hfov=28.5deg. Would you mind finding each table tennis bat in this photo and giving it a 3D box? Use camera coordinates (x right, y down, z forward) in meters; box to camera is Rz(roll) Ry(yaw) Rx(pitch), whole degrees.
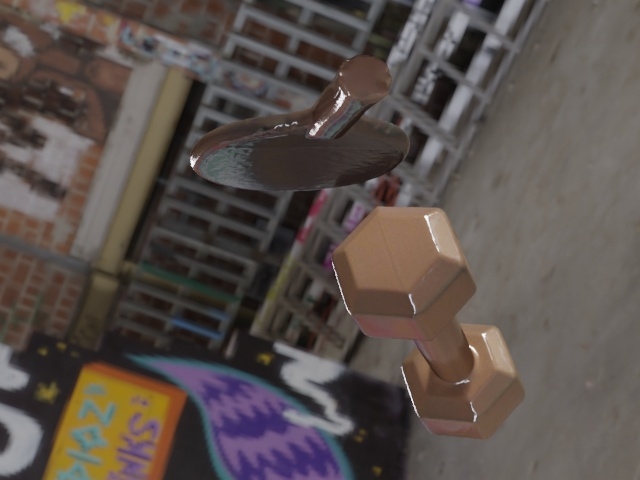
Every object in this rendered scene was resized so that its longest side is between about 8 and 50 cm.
[{"bbox_3d":[0.000,0.000,0.585,0.170,0.107,0.119,137,130,-71],"label":"table tennis bat"}]

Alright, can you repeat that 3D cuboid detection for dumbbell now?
[{"bbox_3d":[0.081,0.063,0.878,0.231,0.082,0.092,57,-166,-55],"label":"dumbbell"}]
